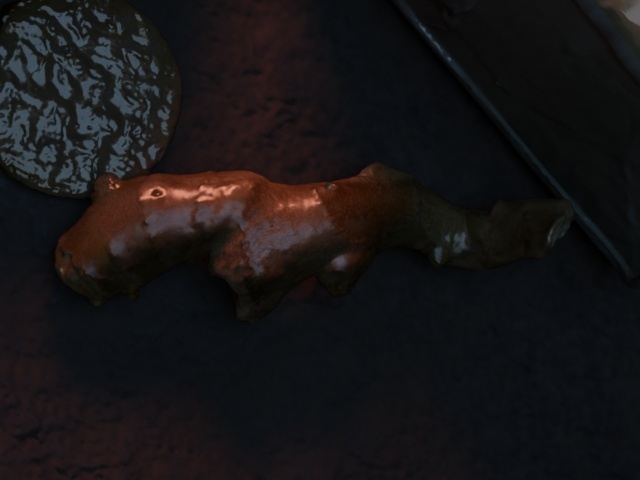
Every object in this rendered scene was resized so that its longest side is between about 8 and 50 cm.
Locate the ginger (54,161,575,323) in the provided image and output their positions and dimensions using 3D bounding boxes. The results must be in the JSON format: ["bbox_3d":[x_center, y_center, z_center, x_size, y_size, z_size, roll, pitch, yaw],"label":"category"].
[{"bbox_3d":[0.000,0.000,0.925,0.288,0.075,0.089,0,79,-17],"label":"ginger"}]

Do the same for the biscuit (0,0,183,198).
[{"bbox_3d":[-0.131,-0.079,0.912,0.120,0.015,0.120,2,85,-21],"label":"biscuit"}]

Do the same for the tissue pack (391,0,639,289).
[{"bbox_3d":[0.241,-0.230,0.961,0.405,0.205,0.332,-43,96,-19],"label":"tissue pack"}]
